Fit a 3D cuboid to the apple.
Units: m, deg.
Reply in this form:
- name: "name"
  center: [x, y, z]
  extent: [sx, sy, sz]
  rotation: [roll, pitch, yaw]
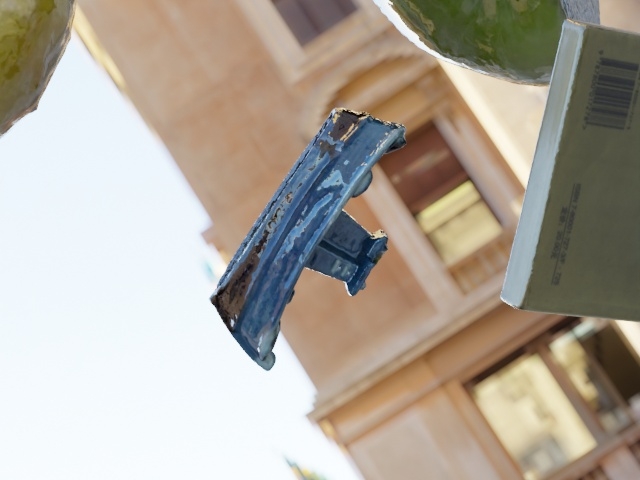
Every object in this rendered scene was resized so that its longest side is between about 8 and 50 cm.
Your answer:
- name: "apple"
  center: [0.129, -0.268, 1.373]
  extent: [0.258, 0.233, 0.295]
  rotation: [-58, -16, -52]

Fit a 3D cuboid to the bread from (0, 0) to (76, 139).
- name: "bread"
  center: [-0.266, -0.152, 1.348]
  extent: [0.197, 0.170, 0.197]
  rotation: [-50, 8, 10]

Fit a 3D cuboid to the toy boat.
- name: "toy boat"
  center: [0.000, 0.000, 0.916]
  extent: [0.137, 0.061, 0.060]
  rotation: [-56, 6, 5]

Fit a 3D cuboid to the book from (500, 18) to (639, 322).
- name: "book"
  center: [0.214, -0.031, 1.062]
  extent: [0.231, 0.026, 0.161]
  rotation: [7, -81, -31]
